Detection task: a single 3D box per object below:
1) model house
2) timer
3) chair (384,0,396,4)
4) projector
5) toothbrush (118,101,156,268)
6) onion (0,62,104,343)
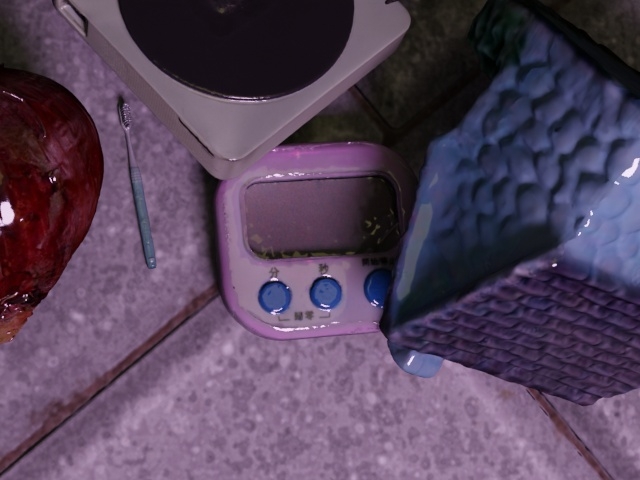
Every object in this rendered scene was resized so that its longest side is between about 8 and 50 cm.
[{"bbox_3d":[0.239,0.007,1.219,0.360,0.297,0.339,21,111,-41],"label":"model house"},{"bbox_3d":[0.000,0.000,1.249,0.209,0.069,0.190,-3,81,-13],"label":"timer"},{"bbox_3d":[0.129,-0.353,1.296,0.172,0.247,0.158,-32,89,23],"label":"chair"},{"bbox_3d":[-0.085,-0.221,1.248,0.259,0.079,0.257,-40,82,-23],"label":"projector"},{"bbox_3d":[-0.177,-0.054,1.242,0.011,0.014,0.167,-8,83,-24],"label":"toothbrush"},{"bbox_3d":[-0.330,-0.054,1.108,0.281,0.281,0.221,30,32,-7],"label":"onion"}]
